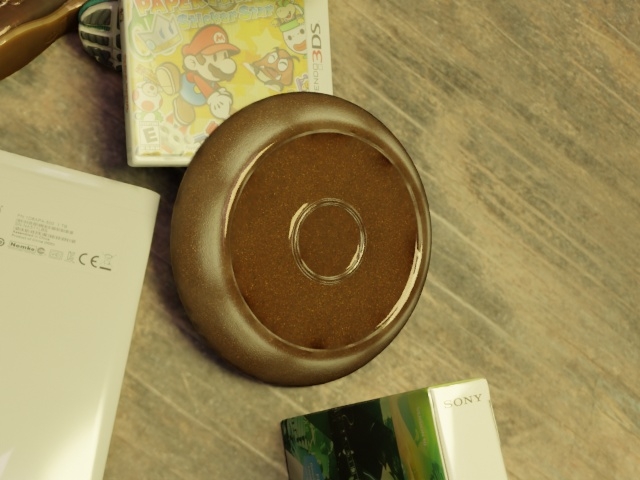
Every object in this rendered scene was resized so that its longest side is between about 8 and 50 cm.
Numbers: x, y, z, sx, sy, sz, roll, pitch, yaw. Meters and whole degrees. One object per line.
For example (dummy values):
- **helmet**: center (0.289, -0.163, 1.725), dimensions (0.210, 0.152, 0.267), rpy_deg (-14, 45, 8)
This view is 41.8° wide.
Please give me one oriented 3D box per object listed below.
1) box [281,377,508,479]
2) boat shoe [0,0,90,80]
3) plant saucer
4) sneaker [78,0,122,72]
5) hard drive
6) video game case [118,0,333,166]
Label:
- **box**: center (0.061, 0.252, 0.718), dimensions (0.058, 0.322, 0.232), rpy_deg (-6, 76, -26)
- **boat shoe**: center (-0.301, -0.233, 0.862), dimensions (0.073, 0.073, 0.207), rpy_deg (46, 58, -1)
- **plant saucer**: center (0.000, 0.000, 0.865), dimensions (0.310, 0.050, 0.311), rpy_deg (-1, 92, -28)
- **sneaker**: center (-0.139, -0.255, 0.929), dimensions (0.275, 0.107, 0.110), rpy_deg (-18, 62, -29)
- **hard drive**: center (-0.278, 0.071, 0.762), dimensions (0.210, 0.040, 0.319), rpy_deg (15, 58, -16)
- **video game case**: center (-0.090, -0.179, 0.856), dimensions (0.227, 0.026, 0.206), rpy_deg (-3, 89, -29)
